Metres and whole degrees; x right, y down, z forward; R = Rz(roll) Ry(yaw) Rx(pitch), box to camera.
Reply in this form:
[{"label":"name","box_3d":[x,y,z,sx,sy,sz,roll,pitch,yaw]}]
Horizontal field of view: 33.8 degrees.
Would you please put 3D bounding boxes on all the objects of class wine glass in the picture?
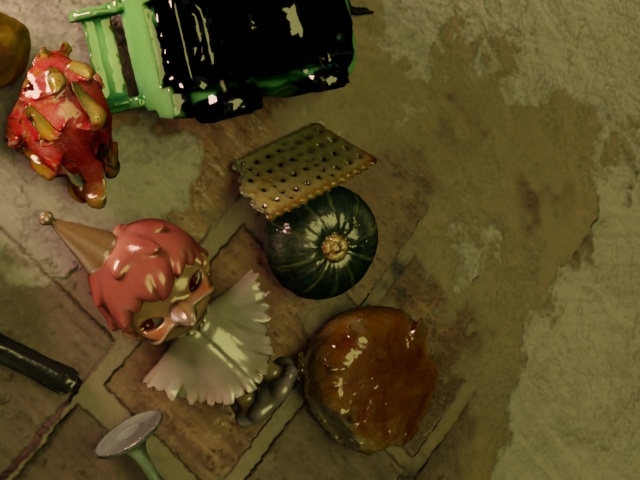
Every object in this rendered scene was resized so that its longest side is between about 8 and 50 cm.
[{"label":"wine glass","box_3d":[-0.234,0.418,1.330,0.264,0.096,0.309,-37,108,-30]}]

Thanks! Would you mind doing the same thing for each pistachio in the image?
[{"label":"pistachio","box_3d":[-0.422,-0.217,1.233,0.189,0.100,0.110,-34,110,-28]}]

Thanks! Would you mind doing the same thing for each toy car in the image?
[{"label":"toy car","box_3d":[-0.125,-0.270,1.391,0.358,0.176,0.213,-19,99,-36]}]

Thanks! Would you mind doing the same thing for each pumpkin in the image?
[{"label":"pumpkin","box_3d":[0.001,0.001,1.482,0.167,0.125,0.167,0,89,-18]}]

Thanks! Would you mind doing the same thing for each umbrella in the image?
[{"label":"umbrella","box_3d":[-0.356,0.155,1.303,0.133,0.031,0.036,33,97,-28]}]

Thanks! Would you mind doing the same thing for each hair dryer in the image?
[{"label":"hair dryer","box_3d":[0.048,-0.361,1.591,0.083,0.031,0.079,0,79,-46]}]

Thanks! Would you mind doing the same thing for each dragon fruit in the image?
[{"label":"dragon fruit","box_3d":[-0.311,-0.134,1.288,0.133,0.150,0.208,-49,122,-59]}]

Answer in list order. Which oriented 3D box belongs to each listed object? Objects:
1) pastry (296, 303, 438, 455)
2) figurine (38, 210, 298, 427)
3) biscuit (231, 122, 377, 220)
[{"label":"pastry","box_3d":[0.067,0.200,1.531,0.229,0.100,0.218,15,84,-36]},{"label":"figurine","box_3d":[-0.186,0.078,1.332,0.207,0.166,0.387,-43,114,-4]},{"label":"biscuit","box_3d":[-0.036,-0.102,1.463,0.203,0.144,0.016,-29,138,-31]}]
